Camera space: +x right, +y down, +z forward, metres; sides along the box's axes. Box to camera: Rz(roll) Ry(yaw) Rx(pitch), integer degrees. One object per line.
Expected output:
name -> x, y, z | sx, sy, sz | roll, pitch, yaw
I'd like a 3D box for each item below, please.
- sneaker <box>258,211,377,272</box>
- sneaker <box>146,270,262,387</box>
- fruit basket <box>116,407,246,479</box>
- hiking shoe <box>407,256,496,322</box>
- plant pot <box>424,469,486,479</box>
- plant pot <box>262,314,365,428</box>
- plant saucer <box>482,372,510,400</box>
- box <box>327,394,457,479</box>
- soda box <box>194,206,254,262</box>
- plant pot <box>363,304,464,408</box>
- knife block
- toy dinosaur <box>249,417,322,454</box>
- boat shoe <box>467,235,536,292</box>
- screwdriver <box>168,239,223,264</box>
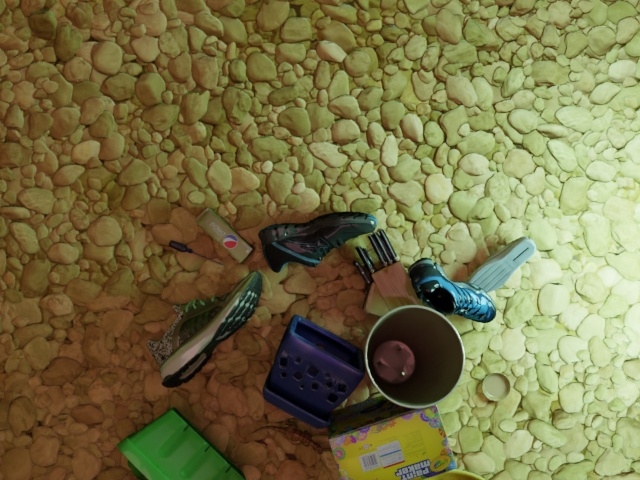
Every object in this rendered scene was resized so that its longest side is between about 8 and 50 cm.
sneaker -> 0.000, 0.000, 1.856 | 0.341, 0.125, 0.139 | -11, 96, 9
sneaker -> -0.341, 0.216, 1.840 | 0.182, 0.158, 0.410 | 42, 84, 18
fruit basket -> -0.426, 0.686, 1.747 | 0.393, 0.283, 0.391 | 2, 78, -10
hiking shoe -> 0.368, 0.173, 1.806 | 0.304, 0.132, 0.113 | 28, 126, -18
plant pot -> 0.362, 0.803, 1.783 | 0.254, 0.254, 0.238 | -1, 103, 0
plant pot -> -0.027, 0.367, 1.790 | 0.236, 0.236, 0.212 | 28, 96, 0
plant saucer -> 0.512, 0.426, 1.892 | 0.084, 0.015, 0.083 | 0, 89, -1
box -> 0.181, 0.536, 1.757 | 0.290, 0.279, 0.176 | -18, 89, 0
soda box -> -0.276, -0.016, 1.873 | 0.181, 0.061, 0.058 | 42, 90, 1
plant pot -> 0.223, 0.322, 1.753 | 0.257, 0.274, 0.256 | 1, 76, -6
knife block -> 0.218, 0.107, 1.860 | 0.276, 0.088, 0.242 | 18, 90, 1
toy dinosaur -> -0.087, 0.542, 1.839 | 0.212, 0.112, 0.064 | 18, 90, 1
boat shoe -> 0.523, 0.073, 1.871 | 0.226, 0.076, 0.083 | -37, 98, 15
screwdriver -> -0.363, 0.039, 1.898 | 0.170, 0.025, 0.024 | 23, 88, -9
